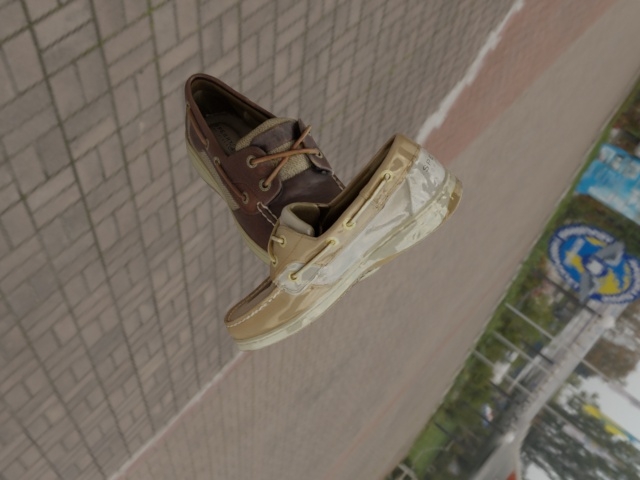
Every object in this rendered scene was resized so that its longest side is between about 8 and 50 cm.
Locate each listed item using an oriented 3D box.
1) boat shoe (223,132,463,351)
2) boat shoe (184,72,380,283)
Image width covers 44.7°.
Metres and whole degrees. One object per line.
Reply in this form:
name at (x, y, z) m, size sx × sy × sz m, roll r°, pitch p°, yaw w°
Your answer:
boat shoe at (0.000, 0.000, 0.455) m, size 0.170 × 0.059 × 0.063 m, roll -38°, pitch -164°, yaw 18°
boat shoe at (-0.056, -0.082, 0.881) m, size 0.123 × 0.342 × 0.123 m, roll -28°, pitch 142°, yaw -19°
